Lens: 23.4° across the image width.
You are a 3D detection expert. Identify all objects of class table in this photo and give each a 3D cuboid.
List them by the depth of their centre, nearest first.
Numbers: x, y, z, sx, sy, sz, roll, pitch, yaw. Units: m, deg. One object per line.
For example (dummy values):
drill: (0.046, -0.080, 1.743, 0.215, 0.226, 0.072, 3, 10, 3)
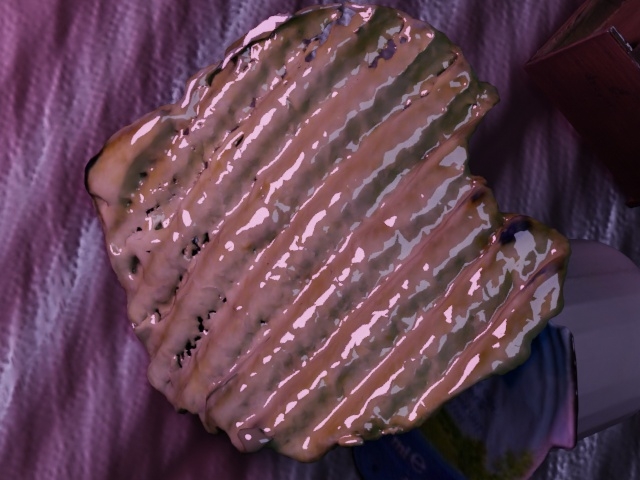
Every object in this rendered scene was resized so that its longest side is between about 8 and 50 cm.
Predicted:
table: (0.343, -0.168, 1.539, 0.193, 0.172, 0.169, 48, 68, -12)

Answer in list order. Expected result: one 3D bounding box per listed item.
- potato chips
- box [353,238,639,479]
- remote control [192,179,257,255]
potato chips: (-0.008, 0.002, 1.309, 0.389, 0.097, 0.373, -28, 69, 13)
box: (0.179, 0.117, 1.414, 0.206, 0.291, 0.262, -8, 49, -40)
remote control: (-0.044, -0.062, 1.442, 0.222, 0.042, 0.072, -43, 98, -23)
